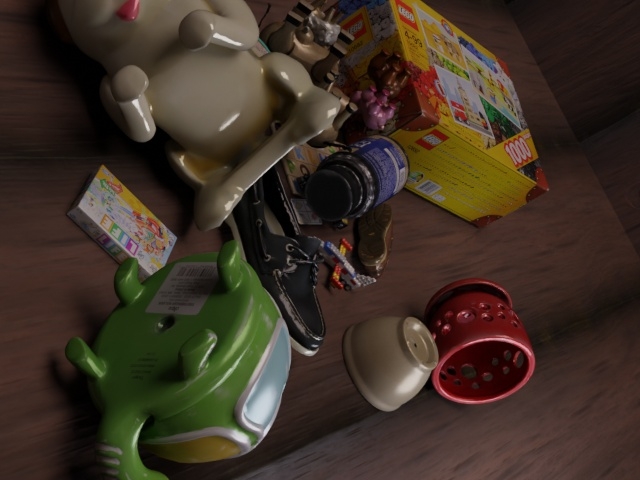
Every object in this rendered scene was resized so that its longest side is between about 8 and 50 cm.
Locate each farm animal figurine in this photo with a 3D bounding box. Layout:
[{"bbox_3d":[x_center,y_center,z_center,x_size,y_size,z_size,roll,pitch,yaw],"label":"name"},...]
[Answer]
[{"bbox_3d":[-0.003,-0.294,2.132,0.327,0.172,0.330,45,34,8],"label":"farm animal figurine"}]

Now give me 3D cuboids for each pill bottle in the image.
[{"bbox_3d":[0.064,-0.108,2.039,0.122,0.123,0.219,59,33,-1],"label":"pill bottle"}]

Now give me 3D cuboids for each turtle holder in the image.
[{"bbox_3d":[-0.151,0.175,1.399,0.320,0.243,0.227,-97,161,-51],"label":"turtle holder"}]

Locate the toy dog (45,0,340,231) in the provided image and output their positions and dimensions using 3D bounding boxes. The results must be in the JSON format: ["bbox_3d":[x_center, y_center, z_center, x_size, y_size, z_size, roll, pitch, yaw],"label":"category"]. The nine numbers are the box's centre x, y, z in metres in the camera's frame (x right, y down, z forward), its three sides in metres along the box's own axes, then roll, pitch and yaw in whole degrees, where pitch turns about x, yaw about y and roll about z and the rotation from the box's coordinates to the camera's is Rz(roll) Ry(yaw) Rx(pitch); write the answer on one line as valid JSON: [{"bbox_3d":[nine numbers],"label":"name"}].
[{"bbox_3d":[-0.207,-0.292,1.707,0.408,0.285,0.395,45,19,-23],"label":"toy dog"}]

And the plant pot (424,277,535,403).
[{"bbox_3d":[0.283,0.181,2.117,0.191,0.191,0.174,37,27,-34],"label":"plant pot"}]

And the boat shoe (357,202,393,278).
[{"bbox_3d":[0.103,0.000,2.137,0.178,0.064,0.060,-79,161,-48],"label":"boat shoe"}]

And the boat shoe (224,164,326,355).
[{"bbox_3d":[-0.054,0.012,1.781,0.127,0.113,0.340,26,34,-53],"label":"boat shoe"}]

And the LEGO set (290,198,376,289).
[{"bbox_3d":[0.000,0.000,1.975,0.244,0.060,0.182,-1,68,-58],"label":"LEGO set"}]

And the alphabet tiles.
[{"bbox_3d":[-0.005,-0.152,2.153,0.237,0.009,0.198,12,53,-52],"label":"alphabet tiles"}]

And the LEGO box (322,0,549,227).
[{"bbox_3d":[0.246,-0.289,2.477,0.500,0.193,0.372,23,46,-47],"label":"LEGO box"}]

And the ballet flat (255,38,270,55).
[{"bbox_3d":[-0.202,-0.352,1.951,0.316,0.108,0.106,41,58,-37],"label":"ballet flat"}]

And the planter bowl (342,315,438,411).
[{"bbox_3d":[0.130,0.194,1.938,0.162,0.109,0.162,37,37,-34],"label":"planter bowl"}]

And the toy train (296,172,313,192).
[{"bbox_3d":[0.009,-0.100,2.090,0.158,0.027,0.036,0,67,-57],"label":"toy train"}]

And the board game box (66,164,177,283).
[{"bbox_3d":[-0.274,-0.020,1.598,0.154,0.026,0.103,46,32,-22],"label":"board game box"}]
